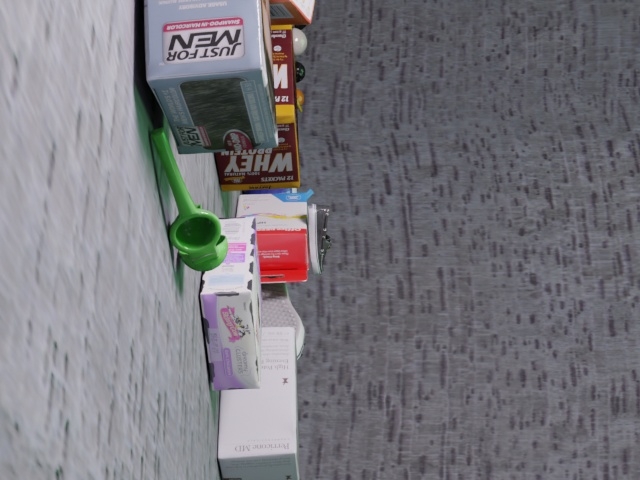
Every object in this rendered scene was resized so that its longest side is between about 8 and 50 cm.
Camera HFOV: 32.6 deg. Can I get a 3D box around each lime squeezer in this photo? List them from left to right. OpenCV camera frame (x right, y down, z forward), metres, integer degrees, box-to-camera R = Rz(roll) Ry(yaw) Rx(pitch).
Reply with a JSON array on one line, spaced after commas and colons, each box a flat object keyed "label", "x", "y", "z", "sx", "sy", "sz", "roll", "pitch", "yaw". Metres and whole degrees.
[{"label": "lime squeezer", "x": -0.136, "y": -0.027, "z": 1.209, "sx": 0.310, "sy": 0.058, "sz": 0.110, "roll": 82, "pitch": 6, "yaw": -77}]

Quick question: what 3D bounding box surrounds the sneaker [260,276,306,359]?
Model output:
[{"label": "sneaker", "x": -0.085, "y": 0.182, "z": 1.948, "sx": 0.321, "sy": 0.126, "sz": 0.127, "roll": -95, "pitch": 176, "yaw": -64}]

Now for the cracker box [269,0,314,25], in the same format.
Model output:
[{"label": "cracker box", "x": -0.075, "y": -0.371, "z": 1.291, "sx": 0.067, "sy": 0.155, "sz": 0.232, "roll": 37, "pitch": 59, "yaw": -63}]

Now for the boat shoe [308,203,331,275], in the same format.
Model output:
[{"label": "boat shoe", "x": 0.000, "y": 0.000, "z": 1.999, "sx": 0.049, "sy": 0.040, "sz": 0.142, "roll": -91, "pitch": 179, "yaw": -63}]

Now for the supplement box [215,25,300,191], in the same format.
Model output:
[{"label": "supplement box", "x": -0.102, "y": -0.211, "z": 1.739, "sx": 0.191, "sy": 0.129, "sz": 0.194, "roll": 87, "pitch": 0, "yaw": -58}]

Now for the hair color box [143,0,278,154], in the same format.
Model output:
[{"label": "hair color box", "x": -0.114, "y": -0.297, "z": 1.132, "sx": 0.185, "sy": 0.113, "sz": 0.375, "roll": 81, "pitch": 5, "yaw": -72}]

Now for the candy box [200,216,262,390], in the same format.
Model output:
[{"label": "candy box", "x": -0.121, "y": 0.086, "z": 1.530, "sx": 0.196, "sy": 0.070, "sz": 0.165, "roll": -93, "pitch": 180, "yaw": -59}]

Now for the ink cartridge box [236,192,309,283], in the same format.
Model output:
[{"label": "ink cartridge box", "x": -0.089, "y": -0.006, "z": 2.012, "sx": 0.231, "sy": 0.134, "sz": 0.078, "roll": -93, "pitch": 180, "yaw": -64}]

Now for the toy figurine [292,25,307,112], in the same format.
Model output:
[{"label": "toy figurine", "x": -0.096, "y": -0.398, "z": 2.395, "sx": 0.213, "sy": 0.148, "sz": 0.210, "roll": -93, "pitch": 180, "yaw": -58}]

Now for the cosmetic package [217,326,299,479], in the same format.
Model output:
[{"label": "cosmetic package", "x": -0.091, "y": 0.245, "z": 1.644, "sx": 0.085, "sy": 0.117, "sz": 0.231, "roll": 86, "pitch": 0, "yaw": -46}]

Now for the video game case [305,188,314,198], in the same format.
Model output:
[{"label": "video game case", "x": -0.083, "y": -0.036, "z": 2.309, "sx": 0.119, "sy": 0.015, "sz": 0.166, "roll": -45, "pitch": -177, "yaw": 37}]

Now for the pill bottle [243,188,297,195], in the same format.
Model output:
[{"label": "pill bottle", "x": -0.105, "y": -0.150, "z": 2.213, "sx": 0.112, "sy": 0.112, "sz": 0.187, "roll": -91, "pitch": 179, "yaw": -75}]
